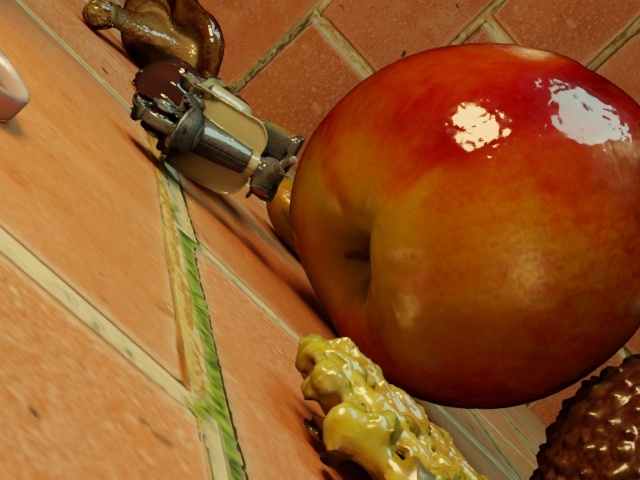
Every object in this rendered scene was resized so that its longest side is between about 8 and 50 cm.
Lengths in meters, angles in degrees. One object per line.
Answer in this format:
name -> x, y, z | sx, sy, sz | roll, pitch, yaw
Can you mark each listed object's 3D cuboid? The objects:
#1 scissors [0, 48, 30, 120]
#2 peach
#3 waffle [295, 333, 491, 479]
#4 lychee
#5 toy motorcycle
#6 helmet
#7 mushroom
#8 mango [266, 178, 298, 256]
scissors -> -0.244, -0.159, 0.649 | 0.118, 0.030, 0.242 | 43, 9, -40
peach -> 0.169, -0.022, 1.021 | 0.388, 0.388, 0.388 | 46, 4, -4
waffle -> 0.082, 0.167, 0.622 | 0.262, 0.060, 0.280 | 43, 4, -20
lychee -> 0.318, 0.233, 0.924 | 0.276, 0.276, 0.304 | 46, -38, 3
toy motorcycle -> -0.097, -0.102, 1.029 | 0.157, 0.091, 0.263 | 29, 10, -2
helmet -> -0.179, -0.188, 1.304 | 0.098, 0.070, 0.123 | 44, 6, -18
mushroom -> -0.261, -0.314, 1.485 | 0.227, 0.148, 0.217 | 43, 17, 34
mango -> 0.000, 0.000, 1.287 | 0.190, 0.075, 0.098 | 52, 8, -13
